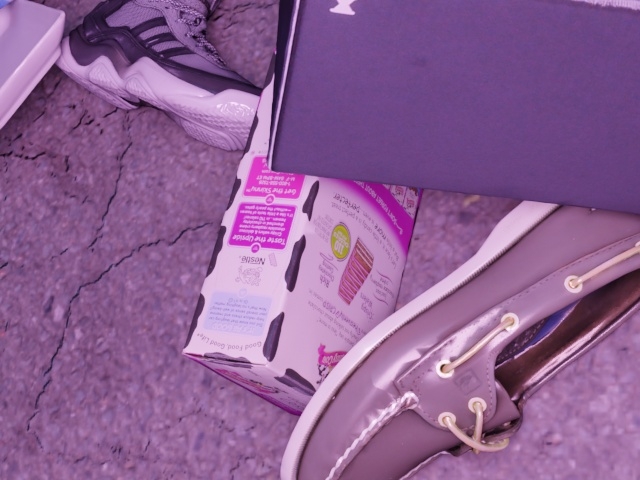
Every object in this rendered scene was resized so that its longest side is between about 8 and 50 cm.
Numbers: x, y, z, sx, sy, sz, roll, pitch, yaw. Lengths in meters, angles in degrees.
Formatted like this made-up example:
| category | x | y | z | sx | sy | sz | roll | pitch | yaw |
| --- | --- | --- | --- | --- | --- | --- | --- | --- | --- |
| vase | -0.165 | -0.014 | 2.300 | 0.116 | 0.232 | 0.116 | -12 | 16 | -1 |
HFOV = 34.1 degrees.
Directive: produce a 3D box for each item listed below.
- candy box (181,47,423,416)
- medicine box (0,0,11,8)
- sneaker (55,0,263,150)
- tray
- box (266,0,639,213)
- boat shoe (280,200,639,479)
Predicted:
| category | x | y | z | sx | sy | sz | roll | pitch | yaw |
| --- | --- | --- | --- | --- | --- | --- | --- | --- | --- |
| candy box | 0.000 | 0.000 | 0.752 | 0.071 | 0.159 | 0.234 | 4 | 68 | 30 |
| medicine box | -0.278 | -0.424 | 1.067 | 0.289 | 0.149 | 0.264 | -30 | 46 | 12 |
| sneaker | -0.117 | -0.181 | 0.926 | 0.268 | 0.101 | 0.153 | 23 | 81 | 35 |
| tray | -0.312 | -0.167 | 1.007 | 0.145 | 0.030 | 0.270 | -53 | 31 | -4 |
| box | 0.124 | -0.187 | 0.655 | 0.296 | 0.183 | 0.294 | 7 | 55 | -6 |
| boat shoe | 0.104 | 0.082 | 0.693 | 0.305 | 0.109 | 0.091 | -43 | 51 | -2 |
